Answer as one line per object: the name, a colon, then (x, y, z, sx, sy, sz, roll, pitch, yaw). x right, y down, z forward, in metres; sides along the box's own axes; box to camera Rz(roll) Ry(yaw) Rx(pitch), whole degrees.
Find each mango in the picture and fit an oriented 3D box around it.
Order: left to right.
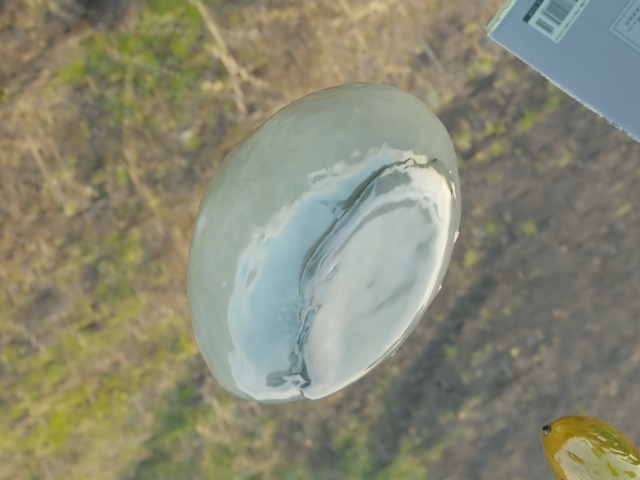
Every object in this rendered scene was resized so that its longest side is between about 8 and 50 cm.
mango: (0.293, 0.236, 1.834, 0.190, 0.075, 0.098, 36, 159, -25)

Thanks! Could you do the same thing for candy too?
candy: (0.000, 0.000, 1.539, 0.295, 0.185, 0.295, -36, 146, -30)

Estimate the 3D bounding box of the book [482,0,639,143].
book: (0.183, -0.105, 0.883, 0.182, 0.014, 0.127, 30, 104, -26)
